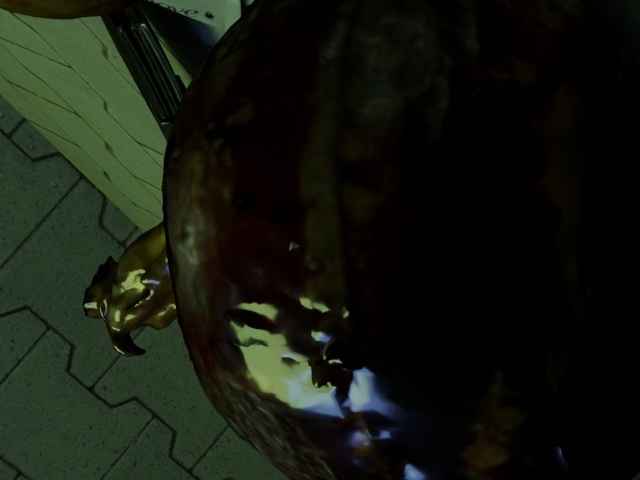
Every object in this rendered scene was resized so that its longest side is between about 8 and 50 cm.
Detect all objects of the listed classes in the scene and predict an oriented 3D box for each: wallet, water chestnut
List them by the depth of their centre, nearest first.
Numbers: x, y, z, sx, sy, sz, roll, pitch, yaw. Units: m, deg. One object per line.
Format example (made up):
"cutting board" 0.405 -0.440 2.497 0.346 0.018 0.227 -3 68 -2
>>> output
"water chestnut" 0.021 -0.001 0.771 0.347 0.335 0.335 -2 149 24
"wallet" -0.157 -0.148 1.363 0.169 0.044 0.317 56 173 39

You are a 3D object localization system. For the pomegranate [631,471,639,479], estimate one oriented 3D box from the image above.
"pomegranate" 0.296 0.222 1.078 0.179 0.210 0.179 25 -148 -17

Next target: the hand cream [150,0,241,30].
"hand cream" -0.170 -0.244 1.127 0.248 0.083 0.133 29 171 5

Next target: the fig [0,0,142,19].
"fig" -0.215 -0.229 0.711 0.321 0.217 0.217 6 172 -6
